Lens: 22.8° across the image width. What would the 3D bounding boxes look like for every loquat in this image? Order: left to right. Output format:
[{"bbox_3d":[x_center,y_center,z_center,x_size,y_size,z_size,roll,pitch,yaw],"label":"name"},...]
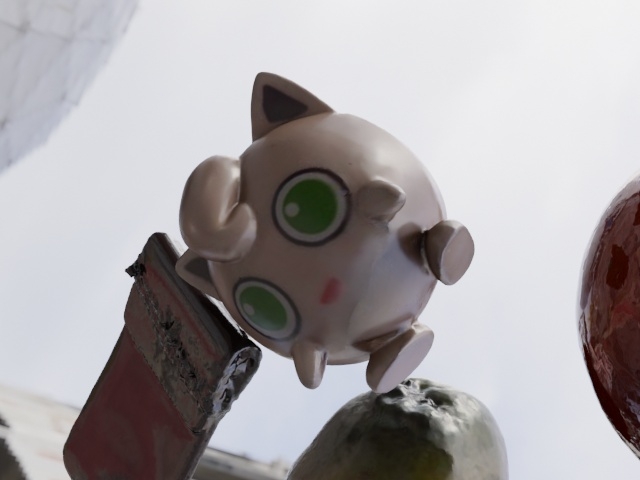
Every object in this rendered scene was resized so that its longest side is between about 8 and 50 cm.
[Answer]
[{"bbox_3d":[0.063,0.221,1.329,0.227,0.179,0.179,-54,-144,16],"label":"loquat"}]

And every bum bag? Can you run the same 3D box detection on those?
[{"bbox_3d":[-0.092,0.087,0.845,0.109,0.026,0.159,47,-61,42],"label":"bum bag"}]

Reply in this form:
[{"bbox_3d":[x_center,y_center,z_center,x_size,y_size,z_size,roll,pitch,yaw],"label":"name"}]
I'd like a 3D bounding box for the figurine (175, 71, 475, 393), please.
[{"bbox_3d":[0.000,0.000,0.763,0.138,0.125,0.125,33,-78,18],"label":"figurine"}]

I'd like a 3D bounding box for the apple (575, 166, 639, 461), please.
[{"bbox_3d":[0.292,0.048,0.990,0.260,0.260,0.216,-46,-156,30],"label":"apple"}]
